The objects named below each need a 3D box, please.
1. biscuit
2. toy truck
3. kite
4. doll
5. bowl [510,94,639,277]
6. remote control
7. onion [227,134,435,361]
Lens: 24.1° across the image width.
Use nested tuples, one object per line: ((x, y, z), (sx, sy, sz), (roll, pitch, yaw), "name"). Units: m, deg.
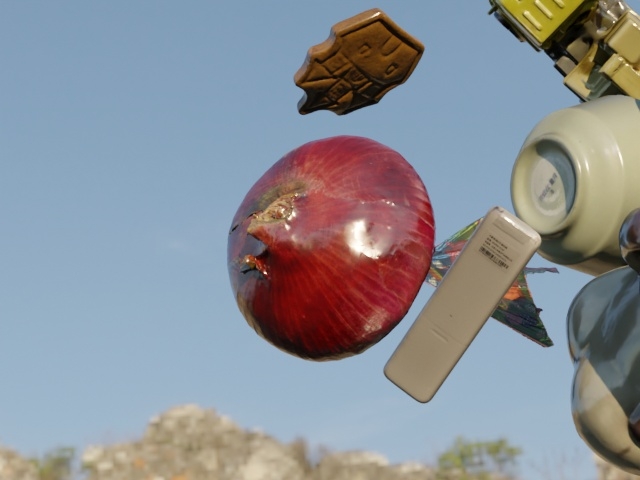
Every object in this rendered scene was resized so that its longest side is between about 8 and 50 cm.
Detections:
((0.049, -0.261, 2.333), (0.215, 0.034, 0.182), (-38, -40, 20), "biscuit")
((0.447, -0.302, 2.372), (0.180, 0.405, 0.254), (-45, -3, 9), "toy truck")
((0.224, 0.044, 2.088), (0.233, 0.321, 0.016), (3, -55, -11), "kite")
((0.351, 0.073, 1.363), (0.226, 0.215, 0.370), (16, -40, 3), "doll")
((0.288, -0.061, 1.673), (0.112, 0.211, 0.211), (1, -24, -34), "bowl")
((0.153, 0.073, 1.648), (0.261, 0.067, 0.029), (-59, -11, 31), "remote control")
((0.008, 0.003, 1.574), (0.248, 0.248, 0.161), (-9, -20, 5), "onion")
